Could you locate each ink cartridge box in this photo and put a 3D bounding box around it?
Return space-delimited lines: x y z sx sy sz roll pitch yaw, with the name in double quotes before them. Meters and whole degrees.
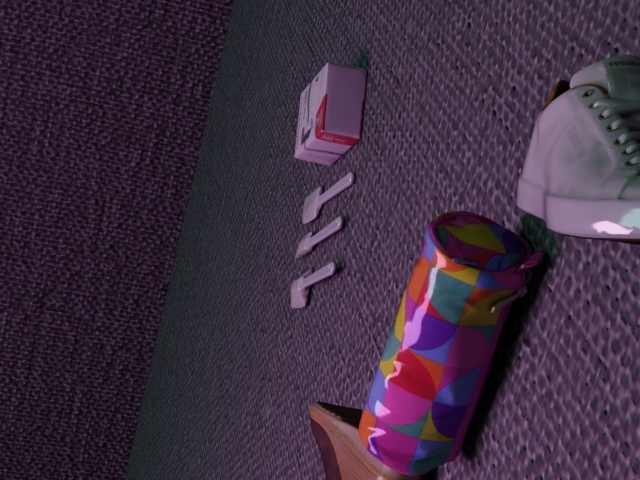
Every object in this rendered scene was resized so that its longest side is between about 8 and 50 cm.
"ink cartridge box" 0.012 -0.166 1.818 0.135 0.056 0.099 143 134 -69

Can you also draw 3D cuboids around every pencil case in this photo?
"pencil case" 0.107 0.090 1.185 0.104 0.104 0.236 -102 26 -56

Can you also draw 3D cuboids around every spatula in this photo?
"spatula" 0.000 0.000 1.846 0.242 0.019 0.168 151 133 -71

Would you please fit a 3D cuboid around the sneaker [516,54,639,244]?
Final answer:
"sneaker" 0.197 -0.061 0.901 0.290 0.106 0.123 -140 58 -76

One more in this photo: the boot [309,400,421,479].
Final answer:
"boot" 0.025 0.281 1.388 0.248 0.090 0.207 -154 76 -72
